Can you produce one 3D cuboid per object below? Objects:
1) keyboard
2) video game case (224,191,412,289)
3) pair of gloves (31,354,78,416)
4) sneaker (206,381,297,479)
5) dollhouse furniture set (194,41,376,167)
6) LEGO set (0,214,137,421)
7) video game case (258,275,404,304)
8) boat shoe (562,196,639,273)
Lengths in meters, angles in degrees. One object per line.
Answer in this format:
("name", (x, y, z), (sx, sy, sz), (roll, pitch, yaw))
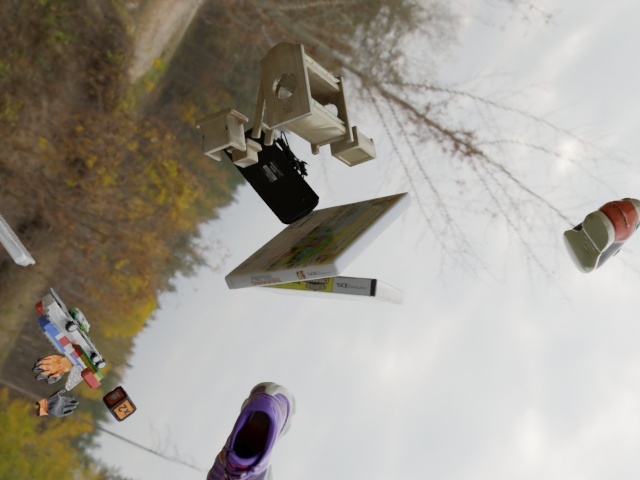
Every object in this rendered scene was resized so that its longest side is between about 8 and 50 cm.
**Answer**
("keyboard", (-0.069, -0.106, 1.288), (0.100, 0.192, 0.038), (-32, 154, -14))
("video game case", (0.000, 0.000, 1.173), (0.206, 0.026, 0.227), (-10, -159, 39))
("pair of gloves", (-0.356, 0.196, 1.077), (0.074, 0.010, 0.083), (10, 69, -65))
("sneaker", (-0.080, 0.218, 0.774), (0.071, 0.068, 0.170), (-18, 126, -75))
("dollhouse furniture set", (-0.044, -0.154, 1.028), (0.160, 0.182, 0.101), (-16, -109, 25))
("LEGO set", (-0.262, 0.067, 0.752), (0.060, 0.244, 0.182), (-36, -172, -16))
("video game case", (0.015, 0.093, 1.539), (0.275, 0.248, 0.035), (28, 67, -72))
("boat shoe", (0.269, -0.005, 0.767), (0.043, 0.049, 0.137), (-29, 163, -6))
